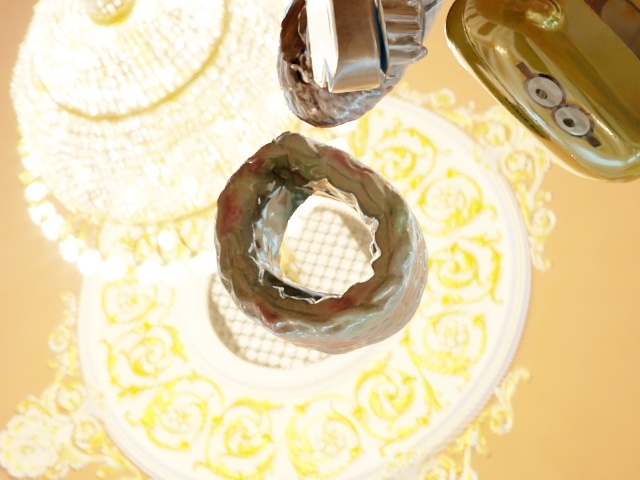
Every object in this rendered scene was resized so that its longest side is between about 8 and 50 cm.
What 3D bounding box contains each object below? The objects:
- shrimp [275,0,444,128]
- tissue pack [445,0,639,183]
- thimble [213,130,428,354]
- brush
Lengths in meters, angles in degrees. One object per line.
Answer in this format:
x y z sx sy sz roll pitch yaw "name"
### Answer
0.063 -0.234 0.888 0.343 0.116 0.145 -56 -154 28 "shrimp"
0.181 -0.127 0.790 0.178 0.127 0.123 44 -102 -13 "tissue pack"
0.000 0.000 1.104 0.185 0.149 0.211 -20 -104 8 "thimble"
0.025 -0.107 0.562 0.065 0.327 0.070 -4 -80 0 "brush"
